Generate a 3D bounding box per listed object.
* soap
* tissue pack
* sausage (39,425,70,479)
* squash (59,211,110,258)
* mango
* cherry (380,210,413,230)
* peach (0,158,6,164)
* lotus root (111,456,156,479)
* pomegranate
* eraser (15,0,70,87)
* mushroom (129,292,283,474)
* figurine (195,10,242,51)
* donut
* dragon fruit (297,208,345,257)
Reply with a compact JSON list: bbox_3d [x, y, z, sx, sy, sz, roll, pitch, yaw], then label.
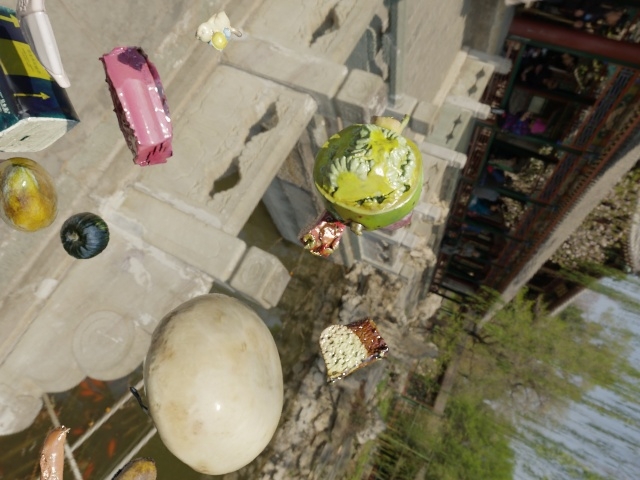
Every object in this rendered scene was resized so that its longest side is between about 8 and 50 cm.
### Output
[{"bbox_3d":[-0.459,-0.335,1.143,0.112,0.182,0.289,-20,108,-25],"label":"soap"},{"bbox_3d":[-1.052,-0.536,1.510,0.417,0.264,0.253,66,20,-4],"label":"tissue pack"},{"bbox_3d":[-0.449,0.391,0.752,0.036,0.042,0.158,-2,-97,63],"label":"sausage"},{"bbox_3d":[-1.058,-0.020,2.014,0.172,0.218,0.218,-116,-138,-69],"label":"squash"},{"bbox_3d":[-0.734,-0.115,1.121,0.146,0.316,0.193,-17,98,-34],"label":"mango"},{"bbox_3d":[0.195,-0.145,1.493,0.213,0.266,0.183,-57,173,37],"label":"cherry"},{"bbox_3d":[-1.166,-0.208,1.655,0.190,0.192,0.190,-44,170,-10],"label":"peach"},{"bbox_3d":[-0.207,0.271,0.474,0.037,0.030,0.083,48,66,-34],"label":"lotus root"},{"bbox_3d":[0.125,-0.174,1.070,0.260,0.260,0.341,80,33,-61],"label":"pomegranate"},{"bbox_3d":[-0.666,-0.497,1.048,0.059,0.243,0.204,-26,142,-30],"label":"eraser"},{"bbox_3d":[-0.241,0.297,0.948,0.362,0.294,0.362,-18,90,-79],"label":"mushroom"},{"bbox_3d":[-0.177,-0.363,0.785,0.083,0.050,0.047,-58,-174,-37],"label":"figurine"},{"bbox_3d":[0.071,0.260,1.069,0.186,0.126,0.144,-16,161,-18],"label":"donut"},{"bbox_3d":[0.000,0.000,1.173,0.147,0.102,0.096,-52,-163,44],"label":"dragon fruit"}]
